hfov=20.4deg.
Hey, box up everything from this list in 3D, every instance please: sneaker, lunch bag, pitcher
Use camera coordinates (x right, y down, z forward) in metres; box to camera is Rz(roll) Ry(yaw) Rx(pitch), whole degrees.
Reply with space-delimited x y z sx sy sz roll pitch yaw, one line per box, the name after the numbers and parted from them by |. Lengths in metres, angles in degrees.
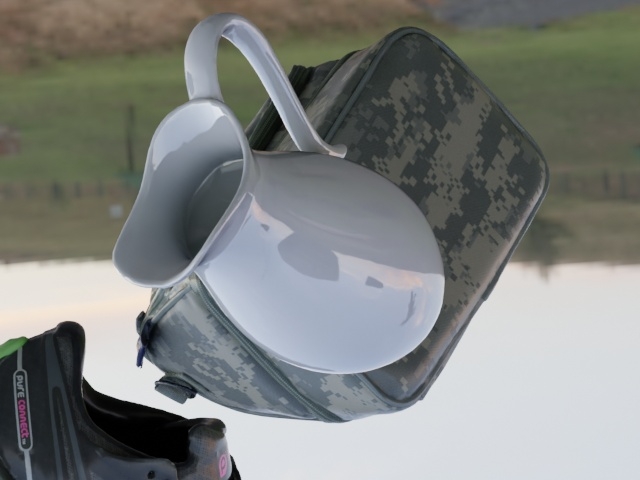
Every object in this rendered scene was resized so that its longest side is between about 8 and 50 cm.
-0.133 0.269 1.619 0.202 0.483 0.185 -41 -160 1 | sneaker
0.000 0.000 1.477 0.256 0.212 0.305 -18 -145 55 | lunch bag
-0.015 -0.022 1.042 0.125 0.178 0.207 -7 156 39 | pitcher
